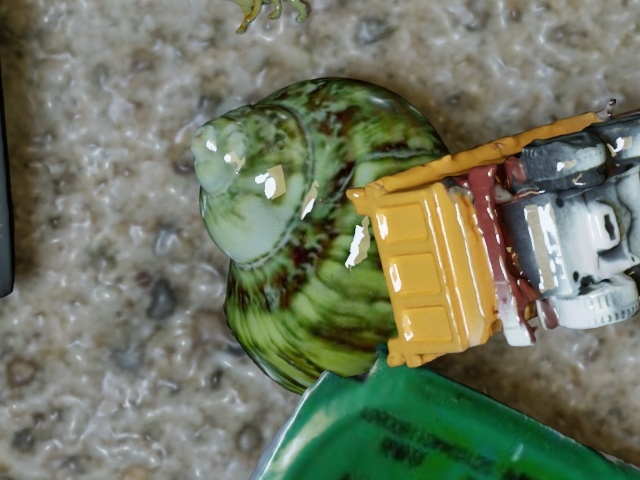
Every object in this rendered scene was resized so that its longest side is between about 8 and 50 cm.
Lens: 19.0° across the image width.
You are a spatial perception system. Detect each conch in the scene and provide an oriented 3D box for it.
[{"bbox_3d":[-0.001,0.000,1.095,0.181,0.124,0.187,37,102,-1],"label":"conch"}]

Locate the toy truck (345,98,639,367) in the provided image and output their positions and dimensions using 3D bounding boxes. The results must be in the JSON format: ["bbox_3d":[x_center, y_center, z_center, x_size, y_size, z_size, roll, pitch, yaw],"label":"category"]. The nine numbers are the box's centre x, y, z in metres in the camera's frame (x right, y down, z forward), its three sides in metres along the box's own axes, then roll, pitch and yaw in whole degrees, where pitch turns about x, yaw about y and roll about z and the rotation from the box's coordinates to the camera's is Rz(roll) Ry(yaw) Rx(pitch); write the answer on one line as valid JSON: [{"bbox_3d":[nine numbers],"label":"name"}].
[{"bbox_3d":[0.153,-0.015,1.041,0.270,0.135,0.114,-18,98,-39],"label":"toy truck"}]

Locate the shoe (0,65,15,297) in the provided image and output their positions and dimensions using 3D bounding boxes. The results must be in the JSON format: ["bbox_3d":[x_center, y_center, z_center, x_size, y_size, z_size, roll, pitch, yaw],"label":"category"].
[{"bbox_3d":[-0.226,-0.082,1.092,0.093,0.108,0.241,-6,99,-6],"label":"shoe"}]

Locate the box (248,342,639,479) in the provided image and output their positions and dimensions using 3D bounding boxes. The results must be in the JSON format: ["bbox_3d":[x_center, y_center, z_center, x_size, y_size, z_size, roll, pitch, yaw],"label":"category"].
[{"bbox_3d":[0.014,0.227,1.104,0.264,0.106,0.336,28,96,-29],"label":"box"}]

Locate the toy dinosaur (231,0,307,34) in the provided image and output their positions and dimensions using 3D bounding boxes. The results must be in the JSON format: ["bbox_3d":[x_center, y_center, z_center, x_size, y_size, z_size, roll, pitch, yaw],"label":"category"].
[{"bbox_3d":[-0.021,-0.146,1.126,0.113,0.026,0.041,-3,78,9],"label":"toy dinosaur"}]
